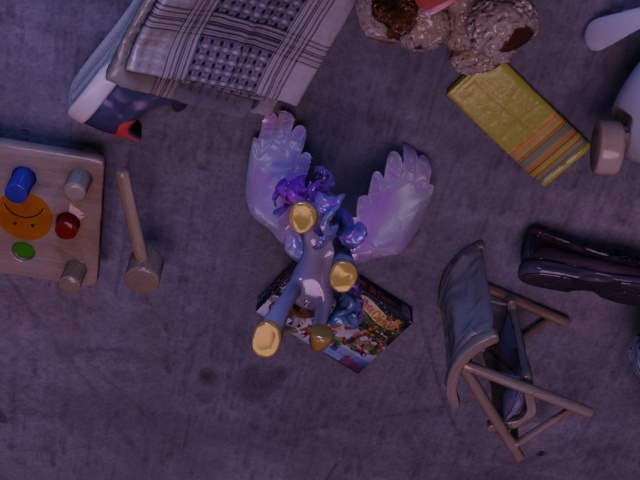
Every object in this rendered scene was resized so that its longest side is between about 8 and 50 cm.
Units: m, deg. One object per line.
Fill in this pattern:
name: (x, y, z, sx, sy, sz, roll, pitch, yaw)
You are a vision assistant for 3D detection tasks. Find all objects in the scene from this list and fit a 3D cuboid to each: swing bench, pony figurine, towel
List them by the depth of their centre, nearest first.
towel: (-0.103, -0.310, 1.503, 0.312, 0.056, 0.324, 6, 131, -42)
pony figurine: (0.000, 0.000, 1.645, 0.302, 0.363, 0.351, 16, 98, 1)
towel: (0.312, -0.190, 1.681, 0.237, 0.021, 0.102, 39, 113, -21)
swing bench: (0.298, 0.182, 1.800, 0.254, 0.253, 0.165, 38, 119, -21)

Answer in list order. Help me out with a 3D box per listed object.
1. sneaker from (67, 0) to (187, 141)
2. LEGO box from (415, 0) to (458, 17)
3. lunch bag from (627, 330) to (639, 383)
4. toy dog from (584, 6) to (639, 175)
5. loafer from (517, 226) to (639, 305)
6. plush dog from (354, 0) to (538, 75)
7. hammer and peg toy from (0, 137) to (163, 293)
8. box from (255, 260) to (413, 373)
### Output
sneaker: (-0.227, -0.284, 1.590, 0.148, 0.131, 0.350, 30, 125, -29)
LEGO box: (0.071, -0.567, 1.210, 0.193, 0.372, 0.500, -27, 119, 21)
lunch bag: (0.682, 0.251, 1.838, 0.256, 0.213, 0.305, -20, 130, 10)
toy dog: (0.489, -0.250, 1.574, 0.220, 0.161, 0.334, 21, 109, -8)
loafer: (0.480, 0.043, 1.792, 0.302, 0.095, 0.109, 10, 159, -7)
plush dog: (0.160, -0.335, 1.487, 0.225, 0.262, 0.211, -9, 91, -2)
hammer and peg toy: (-0.430, -0.046, 1.758, 0.361, 0.127, 0.266, 8, 123, -3)
box: (0.025, 0.124, 1.901, 0.233, 0.044, 0.159, 33, 121, -18)
